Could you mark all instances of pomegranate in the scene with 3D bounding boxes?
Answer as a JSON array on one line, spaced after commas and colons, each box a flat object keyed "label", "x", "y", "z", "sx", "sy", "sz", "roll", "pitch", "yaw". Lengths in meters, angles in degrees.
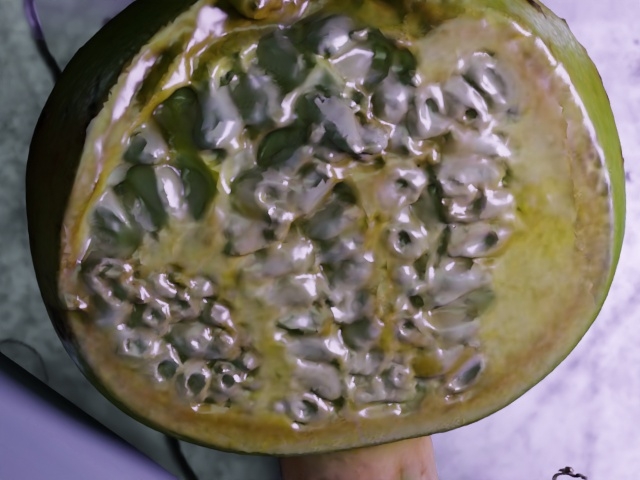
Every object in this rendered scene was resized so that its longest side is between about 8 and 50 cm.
[{"label": "pomegranate", "x": 0.000, "y": 0.000, "z": 0.832, "sx": 0.310, "sy": 0.216, "sz": 0.358, "roll": -11, "pitch": 118, "yaw": -11}]

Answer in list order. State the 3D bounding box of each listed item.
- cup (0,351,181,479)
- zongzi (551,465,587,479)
[{"label": "cup", "x": -0.209, "y": 0.147, "z": 0.775, "sx": 0.312, "sy": 0.205, "sz": 0.205, "roll": 38, "pitch": 80, "yaw": -4}, {"label": "zongzi", "x": 0.126, "y": 0.252, "z": 0.896, "sx": 0.187, "sy": 0.084, "sz": 0.184, "roll": -46, "pitch": 108, "yaw": -14}]
